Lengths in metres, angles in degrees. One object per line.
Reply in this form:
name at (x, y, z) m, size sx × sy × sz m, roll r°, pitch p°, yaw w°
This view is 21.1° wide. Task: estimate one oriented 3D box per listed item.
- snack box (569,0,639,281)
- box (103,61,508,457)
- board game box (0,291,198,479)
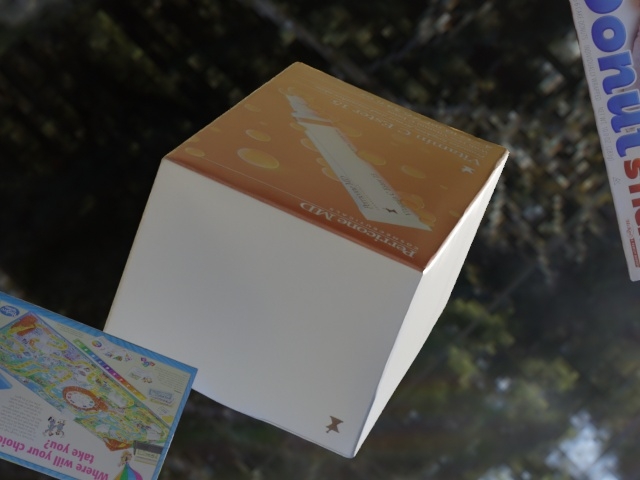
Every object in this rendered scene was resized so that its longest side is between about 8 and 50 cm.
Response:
snack box at (0.172, -0.067, 0.876) m, size 0.064 × 0.178 × 0.022 m, roll -13°, pitch -157°, yaw 10°
box at (0.000, 0.000, 1.406) m, size 0.345 × 0.215 × 0.168 m, roll -49°, pitch 161°, yaw -66°
board game box at (-0.171, 0.108, 1.158) m, size 0.026 × 0.154 × 0.103 m, roll 3°, pitch -109°, yaw 65°
